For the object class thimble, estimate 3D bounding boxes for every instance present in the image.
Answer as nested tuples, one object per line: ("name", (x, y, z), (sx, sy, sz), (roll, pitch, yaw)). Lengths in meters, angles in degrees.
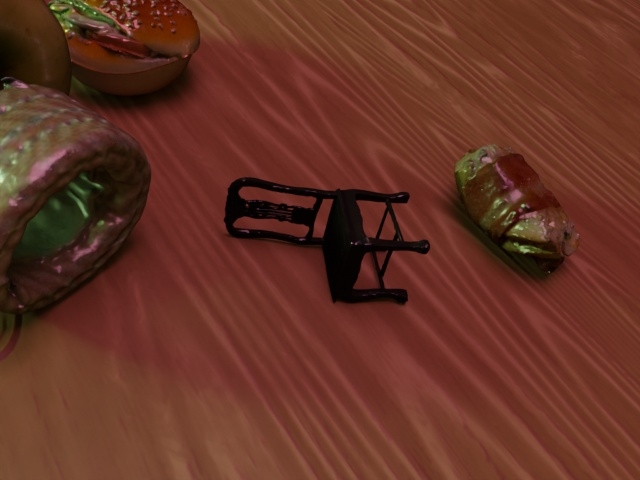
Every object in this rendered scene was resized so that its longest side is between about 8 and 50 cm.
("thimble", (-0.306, -0.046, 0.740), (0.148, 0.196, 0.229), (32, 76, 19))

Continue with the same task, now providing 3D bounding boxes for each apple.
("apple", (-0.443, -0.221, 0.829), (0.262, 0.262, 0.262), (9, 45, -9))

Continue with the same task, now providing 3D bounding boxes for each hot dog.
("hot dog", (0.270, -0.045, 0.980), (0.146, 0.103, 0.213), (2, 52, -45))

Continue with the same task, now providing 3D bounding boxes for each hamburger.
("hamburger", (-0.290, -0.315, 1.037), (0.236, 0.147, 0.237), (11, 43, -10))

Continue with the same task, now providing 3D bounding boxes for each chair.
("chair", (0.000, 0.000, 0.846), (0.229, 0.106, 0.113), (2, 44, -13))
